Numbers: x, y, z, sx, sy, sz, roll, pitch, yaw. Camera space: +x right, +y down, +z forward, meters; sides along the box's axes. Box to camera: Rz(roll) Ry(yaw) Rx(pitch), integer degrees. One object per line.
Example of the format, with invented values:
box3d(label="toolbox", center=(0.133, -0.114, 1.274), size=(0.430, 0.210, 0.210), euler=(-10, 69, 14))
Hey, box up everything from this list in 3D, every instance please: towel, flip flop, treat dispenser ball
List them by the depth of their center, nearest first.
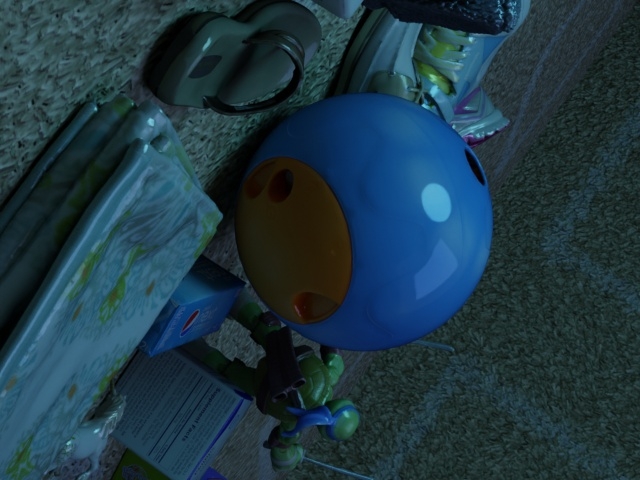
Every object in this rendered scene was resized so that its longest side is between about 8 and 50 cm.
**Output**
box3d(label="towel", center=(-0.227, 0.074, 1.236), size=(0.374, 0.090, 0.320), euler=(-54, 168, -8))
box3d(label="flip flop", center=(-0.061, -0.155, 1.304), size=(0.112, 0.080, 0.277), euler=(-59, 168, 17))
box3d(label="treat dispenser ball", center=(0.047, -0.021, 1.612), size=(0.288, 0.288, 0.288), euler=(-53, 169, -15))

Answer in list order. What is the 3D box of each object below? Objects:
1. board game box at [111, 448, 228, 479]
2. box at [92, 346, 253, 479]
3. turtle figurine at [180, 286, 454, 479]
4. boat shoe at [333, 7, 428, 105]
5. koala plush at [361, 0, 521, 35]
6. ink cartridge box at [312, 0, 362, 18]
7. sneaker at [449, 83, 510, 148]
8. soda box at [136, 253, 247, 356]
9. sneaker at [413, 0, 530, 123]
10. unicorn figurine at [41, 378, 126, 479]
box3d(label="board game box", center=(-0.151, 0.449, 1.965), size=(0.233, 0.347, 0.078), euler=(-62, 167, 25))
box3d(label="box", center=(-0.172, 0.199, 1.700), size=(0.126, 0.137, 0.072), euler=(-56, 168, -2))
box3d(label="turtle figurine", center=(-0.030, 0.182, 1.849), size=(0.275, 0.266, 0.198), euler=(-16, 131, -50))
box3d(label="boat shoe", center=(0.078, -0.185, 1.755), size=(0.113, 0.103, 0.302), euler=(-40, 160, -56))
box3d(label="koala plush", center=(0.090, -0.327, 1.315), size=(0.196, 0.203, 0.221), euler=(35, 68, -67))
box3d(label="ink cartridge box", center=(0.030, -0.335, 1.046), size=(0.226, 0.131, 0.306), euler=(-53, 167, -14))
box3d(label="sneaker", center=(0.160, -0.168, 2.193), size=(0.252, 0.111, 0.103), euler=(-26, 177, -27))
box3d(label="soda box", center=(-0.155, 0.065, 1.557), size=(0.067, 0.071, 0.210), euler=(-59, 169, 11))
box3d(label="sneaker", center=(0.160, -0.241, 1.897), size=(0.208, 0.127, 0.319), euler=(-51, 167, -31))
box3d(label="unicorn figurine", center=(-0.263, 0.218, 1.567), size=(0.111, 0.060, 0.162), euler=(-55, 172, 15))
